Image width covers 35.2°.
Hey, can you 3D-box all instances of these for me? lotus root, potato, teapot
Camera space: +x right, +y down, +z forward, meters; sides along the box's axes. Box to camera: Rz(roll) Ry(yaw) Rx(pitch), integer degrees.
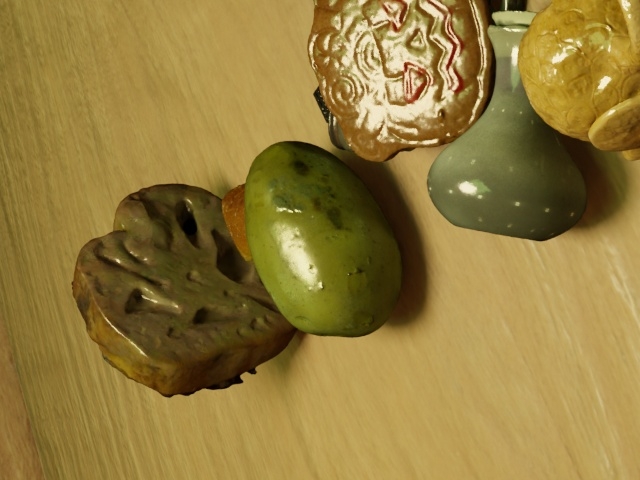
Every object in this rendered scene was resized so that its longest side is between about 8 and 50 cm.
[{"bbox_3d":[-0.213,0.080,1.660,0.390,0.375,0.111,-77,15,-47],"label":"lotus root"},{"bbox_3d":[-0.002,0.001,1.445,0.304,0.216,0.216,57,139,9],"label":"potato"},{"bbox_3d":[0.226,-0.130,1.154,0.183,0.183,0.250,16,97,53],"label":"teapot"},{"bbox_3d":[0.304,-0.161,0.976,0.203,0.311,0.167,-18,69,9],"label":"teapot"}]

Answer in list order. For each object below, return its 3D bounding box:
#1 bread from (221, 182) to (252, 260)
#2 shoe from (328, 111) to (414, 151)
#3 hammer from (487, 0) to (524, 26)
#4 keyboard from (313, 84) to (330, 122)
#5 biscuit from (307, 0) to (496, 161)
[{"bbox_3d":[-0.077,-0.046,1.638,0.172,0.103,0.132,-20,91,55],"label":"bread"},{"bbox_3d":[0.099,-0.254,1.362,0.149,0.109,0.292,16,110,31],"label":"shoe"},{"bbox_3d":[0.174,-0.325,1.293,0.226,0.041,0.158,60,138,29],"label":"hammer"},{"bbox_3d":[0.046,-0.260,1.507,0.204,0.013,0.061,-49,56,46],"label":"keyboard"},{"bbox_3d":[0.098,-0.245,1.272,0.257,0.049,0.273,-16,92,34],"label":"biscuit"}]
